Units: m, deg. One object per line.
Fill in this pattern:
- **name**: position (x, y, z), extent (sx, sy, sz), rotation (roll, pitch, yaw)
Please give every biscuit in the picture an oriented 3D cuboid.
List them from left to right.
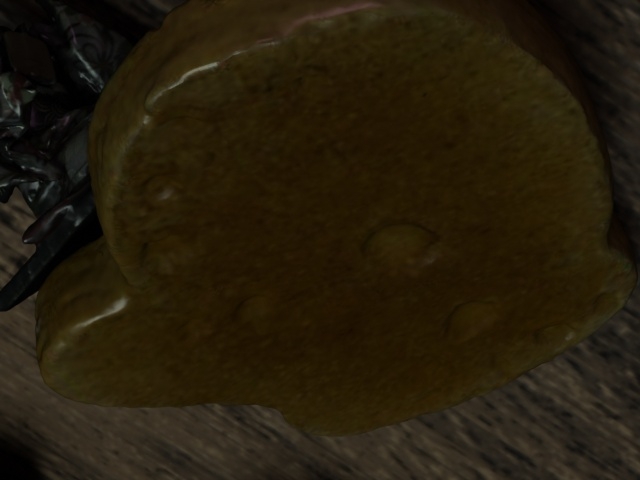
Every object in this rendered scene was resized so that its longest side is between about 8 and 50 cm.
- **biscuit**: position (0.000, -0.002, 0.797), extent (0.287, 0.057, 0.344), rotation (-26, 145, 11)

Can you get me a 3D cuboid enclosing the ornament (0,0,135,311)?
- **ornament**: position (-0.148, -0.098, 0.841), extent (0.196, 0.166, 0.153), rotation (45, 124, 3)
